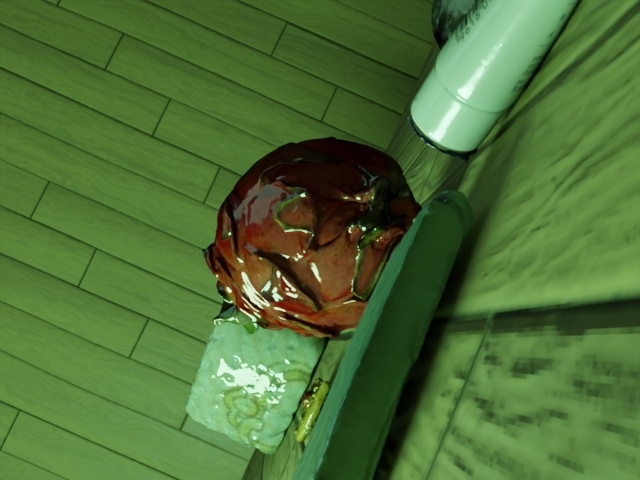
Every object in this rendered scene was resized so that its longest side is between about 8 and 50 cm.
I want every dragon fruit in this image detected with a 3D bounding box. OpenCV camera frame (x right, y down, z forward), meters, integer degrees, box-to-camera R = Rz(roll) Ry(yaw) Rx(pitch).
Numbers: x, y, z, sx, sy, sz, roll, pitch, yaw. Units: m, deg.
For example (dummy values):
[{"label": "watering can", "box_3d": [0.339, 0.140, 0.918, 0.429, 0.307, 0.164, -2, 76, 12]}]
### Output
[{"label": "dragon fruit", "box_3d": [0.000, 0.000, 0.639, 0.209, 0.172, 0.172, -27, 27, 39]}]

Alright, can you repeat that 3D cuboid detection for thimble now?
[{"label": "thimble", "box_3d": [-0.113, 0.218, 1.383, 0.291, 0.195, 0.291, 25, -90, -89]}]

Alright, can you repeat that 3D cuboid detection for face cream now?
[{"label": "face cream", "box_3d": [0.131, -0.154, 0.449, 0.243, 0.058, 0.092, -58, -1, 42]}]

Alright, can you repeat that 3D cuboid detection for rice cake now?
[{"label": "rice cake", "box_3d": [0.034, 0.077, 0.461, 0.124, 0.038, 0.211, 113, -178, -68]}]

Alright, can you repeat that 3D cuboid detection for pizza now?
[{"label": "pizza", "box_3d": [-0.011, 0.193, 0.917, 0.078, 0.025, 0.083, -76, 9, -77]}]

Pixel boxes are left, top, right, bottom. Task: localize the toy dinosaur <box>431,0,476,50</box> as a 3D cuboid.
[{"label": "toy dinosaur", "box_3d": [0.148, -0.215, 0.651, 0.294, 0.077, 0.162, -36, -31, -61]}]
